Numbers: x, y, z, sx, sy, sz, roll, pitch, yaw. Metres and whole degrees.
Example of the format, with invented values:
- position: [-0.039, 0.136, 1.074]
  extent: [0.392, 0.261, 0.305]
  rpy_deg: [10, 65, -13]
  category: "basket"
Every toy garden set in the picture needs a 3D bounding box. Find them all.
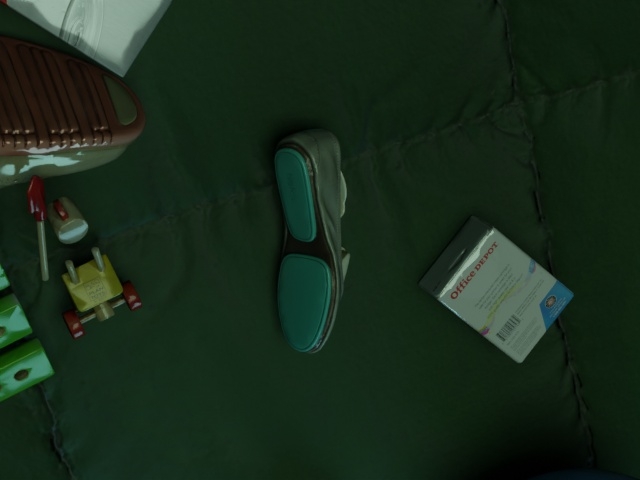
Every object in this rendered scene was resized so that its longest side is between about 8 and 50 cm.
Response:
- position: [-0.269, 0.032, 1.247]
  extent: [0.203, 0.049, 0.244]
  rpy_deg: [-27, 143, -12]
  category: "toy garden set"

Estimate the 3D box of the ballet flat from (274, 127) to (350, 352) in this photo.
- position: [0.000, 0.000, 1.371]
  extent: [0.068, 0.072, 0.213]
  rpy_deg: [-24, 119, -44]
  category: "ballet flat"

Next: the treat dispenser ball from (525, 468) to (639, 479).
- position: [0.259, 0.367, 1.450]
  extent: [0.288, 0.288, 0.288]
  rpy_deg: [-6, 108, -18]
  category: "treat dispenser ball"

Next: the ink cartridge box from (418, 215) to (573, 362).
- position: [0.171, 0.047, 1.451]
  extent: [0.122, 0.052, 0.088]
  rpy_deg: [38, 91, -26]
  category: "ink cartridge box"

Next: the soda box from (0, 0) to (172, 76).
- position: [-0.257, -0.249, 1.187]
  extent: [0.286, 0.091, 0.098]
  rpy_deg: [32, 94, -25]
  category: "soda box"

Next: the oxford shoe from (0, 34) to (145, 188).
- position: [-0.342, -0.076, 1.213]
  extent: [0.396, 0.140, 0.147]
  rpy_deg: [-3, 135, -21]
  category: "oxford shoe"
